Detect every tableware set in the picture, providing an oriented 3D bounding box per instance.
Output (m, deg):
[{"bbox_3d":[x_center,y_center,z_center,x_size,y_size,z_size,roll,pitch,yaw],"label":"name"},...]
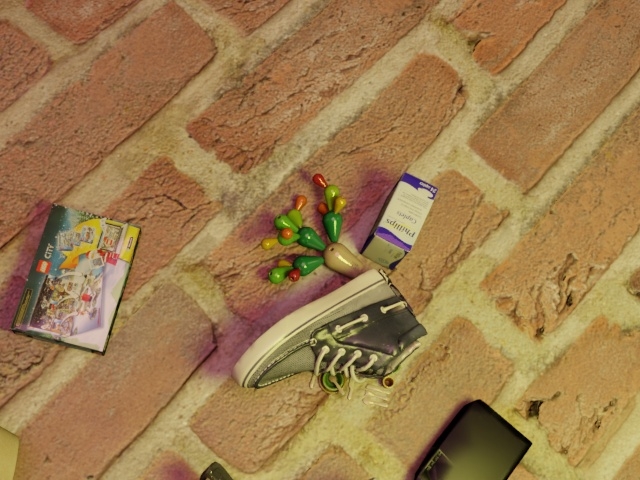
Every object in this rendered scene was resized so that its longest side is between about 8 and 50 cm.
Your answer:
[{"bbox_3d":[0.062,0.229,1.595,0.154,0.024,0.104,16,71,-3],"label":"tableware set"}]

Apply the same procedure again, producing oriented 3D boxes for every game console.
[{"bbox_3d":[0.340,0.461,1.552,0.361,0.044,0.213,40,71,5],"label":"game console"}]

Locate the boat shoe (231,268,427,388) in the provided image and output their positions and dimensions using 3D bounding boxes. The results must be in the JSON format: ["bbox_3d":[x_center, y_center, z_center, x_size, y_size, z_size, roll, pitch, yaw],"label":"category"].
[{"bbox_3d":[0.027,0.185,1.520,0.340,0.127,0.158,-31,66,-26],"label":"boat shoe"}]

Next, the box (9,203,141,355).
[{"bbox_3d":[-0.419,0.066,1.564,0.159,0.044,0.233,15,71,-4],"label":"box"}]

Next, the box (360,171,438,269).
[{"bbox_3d":[0.141,-0.033,1.636,0.072,0.126,0.137,26,70,-1],"label":"box"}]

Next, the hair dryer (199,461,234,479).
[{"bbox_3d":[-0.139,0.518,1.423,0.293,0.080,0.224,43,62,-10],"label":"hair dryer"}]

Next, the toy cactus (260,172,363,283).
[{"bbox_3d":[0.000,0.000,1.627,0.180,0.112,0.219,34,62,-7],"label":"toy cactus"}]

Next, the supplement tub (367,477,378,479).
[{"bbox_3d":[0.101,0.533,1.415,0.191,0.191,0.272,-34,80,-17],"label":"supplement tub"}]

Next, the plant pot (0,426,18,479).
[{"bbox_3d":[-0.610,0.339,1.362,0.274,0.256,0.257,15,70,-21],"label":"plant pot"}]
